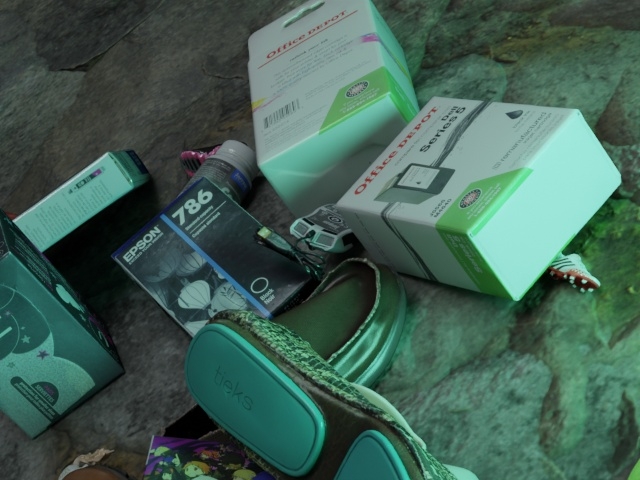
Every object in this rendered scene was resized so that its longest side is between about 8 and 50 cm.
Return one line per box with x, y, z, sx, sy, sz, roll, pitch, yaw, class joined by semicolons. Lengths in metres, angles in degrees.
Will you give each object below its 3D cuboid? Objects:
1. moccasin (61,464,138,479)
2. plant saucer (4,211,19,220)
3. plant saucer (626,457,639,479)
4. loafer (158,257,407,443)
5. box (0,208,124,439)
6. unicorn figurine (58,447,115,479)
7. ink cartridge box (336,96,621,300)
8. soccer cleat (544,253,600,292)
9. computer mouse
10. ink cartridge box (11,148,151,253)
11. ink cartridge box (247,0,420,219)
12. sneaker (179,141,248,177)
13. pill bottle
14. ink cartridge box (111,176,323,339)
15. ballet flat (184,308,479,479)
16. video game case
-0.199;0.361;1.677;0.147;0.139;0.380;-35;40;-14;moccasin
-0.618;0.032;2.578;0.258;0.047;0.259;11;56;50;plant saucer
0.366;0.162;1.378;0.241;0.037;0.241;-42;1;1;plant saucer
-0.040;0.147;1.786;0.134;0.130;0.366;12;56;50;loafer
-0.400;0.110;2.072;0.163;0.247;0.142;-37;32;2;box
-0.315;0.317;1.914;0.111;0.060;0.162;-3;29;43;unicorn figurine
0.175;-0.055;1.833;0.198;0.115;0.273;-48;28;-18;ink cartridge box
0.276;0.032;1.725;0.035;0.029;0.083;-50;29;-13;soccer cleat
0.000;0.000;1.962;0.106;0.042;0.193;26;24;23;computer mouse
-0.401;-0.015;2.275;0.330;0.071;0.324;-34;5;0;ink cartridge box
0.016;-0.204;2.195;0.207;0.119;0.353;-28;34;15;ink cartridge box
-0.153;-0.123;2.338;0.119;0.047;0.057;-5;24;39;sneaker
-0.144;-0.070;2.217;0.078;0.078;0.137;3;49;46;pill bottle
-0.144;0.031;2.030;0.165;0.065;0.333;-43;46;-9;ink cartridge box
0.046;0.221;1.549;0.483;0.182;0.164;44;117;45;ballet flat
-0.071;0.284;1.593;0.232;0.042;0.210;6;32;2;video game case
